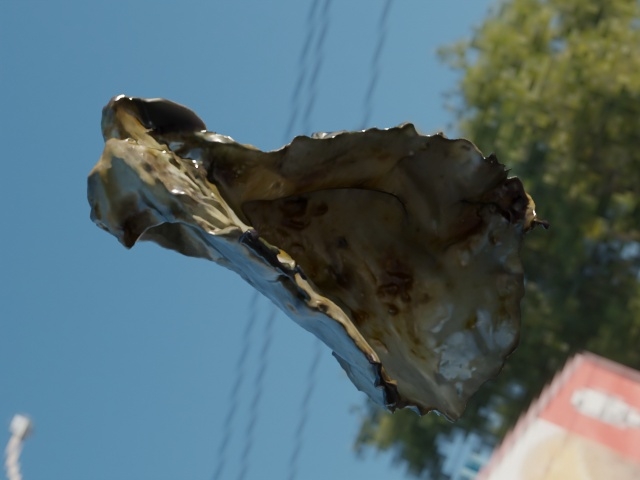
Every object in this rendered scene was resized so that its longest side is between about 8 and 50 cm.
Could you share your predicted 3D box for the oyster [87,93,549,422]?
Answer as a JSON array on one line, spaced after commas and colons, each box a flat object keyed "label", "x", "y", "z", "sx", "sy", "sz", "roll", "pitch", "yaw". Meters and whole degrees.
[{"label": "oyster", "x": -0.002, "y": 0.008, "z": 1.234, "sx": 0.337, "sy": 0.133, "sz": 0.197, "roll": 18, "pitch": -113, "yaw": -35}]
